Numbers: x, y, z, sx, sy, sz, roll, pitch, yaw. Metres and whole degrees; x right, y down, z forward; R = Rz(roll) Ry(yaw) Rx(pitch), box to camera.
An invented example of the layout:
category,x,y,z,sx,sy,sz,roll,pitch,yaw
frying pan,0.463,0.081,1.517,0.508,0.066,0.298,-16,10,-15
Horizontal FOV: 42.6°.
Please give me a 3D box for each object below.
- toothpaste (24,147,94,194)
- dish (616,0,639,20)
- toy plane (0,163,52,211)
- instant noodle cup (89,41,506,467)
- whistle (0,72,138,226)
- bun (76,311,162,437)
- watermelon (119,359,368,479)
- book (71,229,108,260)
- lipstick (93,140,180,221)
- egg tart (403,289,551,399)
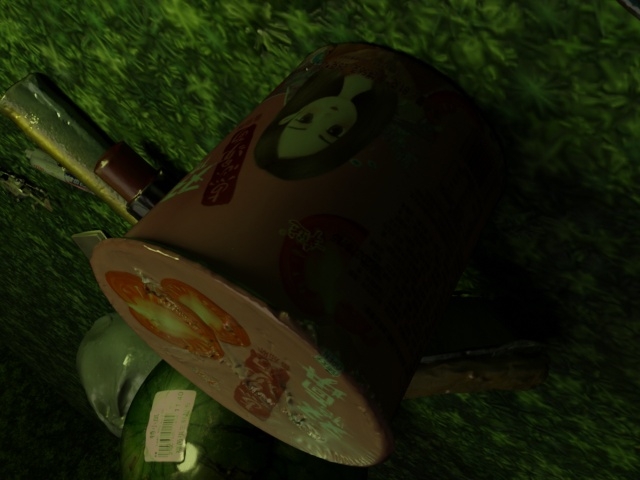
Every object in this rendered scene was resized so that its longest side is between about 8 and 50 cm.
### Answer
category,x,y,z,sx,sy,sz,roll,pitch,yaw
toothpaste,-0.327,-0.087,1.090,0.170,0.028,0.045,24,146,19
dish,0.182,-0.163,0.259,0.236,0.086,0.228,28,153,16
toy plane,-0.459,-0.078,1.269,0.121,0.031,0.049,33,146,11
instant noodle cup,0.000,0.000,0.597,0.243,0.231,0.243,28,154,15
whistle,-0.244,-0.066,0.988,0.326,0.057,0.068,45,153,-19
bun,-0.302,0.279,1.501,0.355,0.194,0.354,26,153,15
watermelon,-0.100,0.294,1.118,0.363,0.363,0.363,28,154,15
book,-0.326,0.059,1.324,0.127,0.014,0.181,-3,125,55
lipstick,-0.132,0.001,0.940,0.300,0.081,0.081,42,154,-16
egg tart,0.092,0.099,0.754,0.234,0.094,0.234,-6,170,-1
